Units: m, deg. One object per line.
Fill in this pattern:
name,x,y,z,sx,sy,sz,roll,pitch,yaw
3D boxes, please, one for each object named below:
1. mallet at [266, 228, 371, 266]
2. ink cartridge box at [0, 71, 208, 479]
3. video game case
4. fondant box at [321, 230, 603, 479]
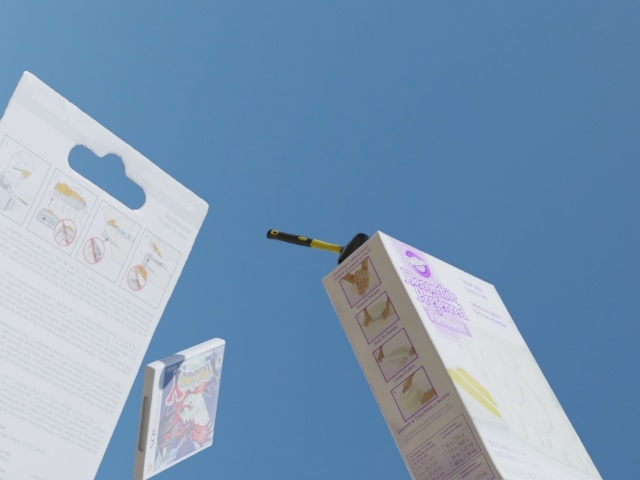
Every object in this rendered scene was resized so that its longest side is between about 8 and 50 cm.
mallet,0.000,0.000,1.998,0.189,0.039,0.062,20,-124,39
ink cartridge box,-0.187,0.039,0.826,0.066,0.189,0.232,2,-114,39
video game case,-0.217,0.259,2.002,0.023,0.201,0.183,14,-76,24
fondant box,0.161,0.166,1.405,0.096,0.238,0.330,-43,-130,21
